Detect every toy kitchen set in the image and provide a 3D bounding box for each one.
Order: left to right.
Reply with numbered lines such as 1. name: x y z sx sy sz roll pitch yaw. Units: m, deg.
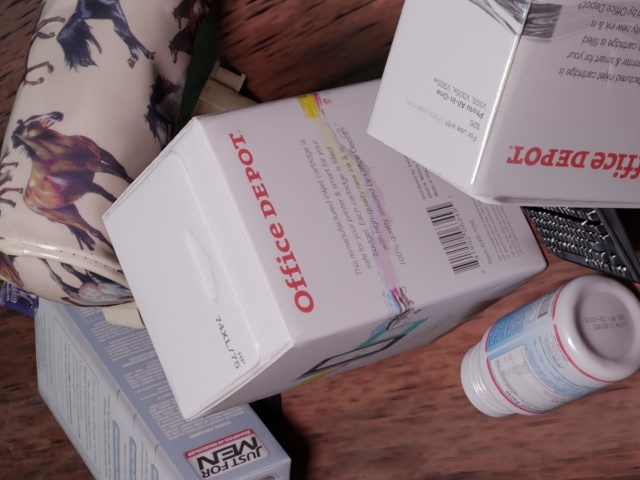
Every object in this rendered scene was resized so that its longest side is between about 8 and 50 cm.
1. toy kitchen set: -0.093 -0.112 1.866 0.068 0.083 0.075 26 136 -5

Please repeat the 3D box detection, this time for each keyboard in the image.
1. keyboard: 0.189 -0.021 1.471 0.108 0.023 0.180 64 170 -11

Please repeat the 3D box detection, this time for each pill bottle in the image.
1. pill bottle: 0.183 0.090 1.541 0.160 0.087 0.087 -33 75 54

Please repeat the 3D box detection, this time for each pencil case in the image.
1. pencil case: -0.191 -0.131 1.756 0.160 0.183 0.410 3 66 19

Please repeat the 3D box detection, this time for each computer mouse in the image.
1. computer mouse: -0.069 0.230 1.976 0.071 0.041 0.242 14 114 50

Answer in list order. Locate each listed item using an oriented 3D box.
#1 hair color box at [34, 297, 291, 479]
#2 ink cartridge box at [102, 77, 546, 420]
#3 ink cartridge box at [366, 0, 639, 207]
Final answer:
1. hair color box: -0.171 0.188 1.990 0.374 0.113 0.185 49 147 41
2. ink cartridge box: 0.000 0.000 1.599 0.197 0.270 0.198 -39 70 52
3. ink cartridge box: 0.174 -0.177 1.294 0.121 0.211 0.289 33 112 43
